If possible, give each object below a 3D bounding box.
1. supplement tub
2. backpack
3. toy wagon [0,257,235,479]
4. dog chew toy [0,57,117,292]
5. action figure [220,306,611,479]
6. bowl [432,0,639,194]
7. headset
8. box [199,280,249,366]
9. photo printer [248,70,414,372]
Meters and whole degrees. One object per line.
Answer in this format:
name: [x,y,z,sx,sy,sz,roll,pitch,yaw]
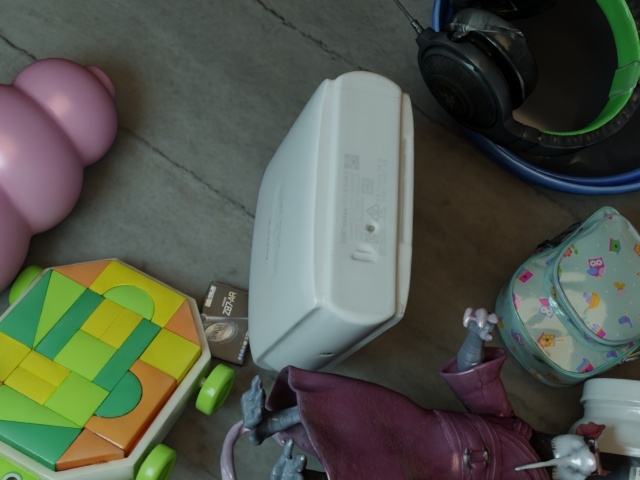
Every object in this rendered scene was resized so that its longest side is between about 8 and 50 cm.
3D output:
supplement tub: [0.347,0.298,1.217,0.191,0.191,0.272,12,78,-2]
backpack: [0.298,0.070,1.284,0.188,0.144,0.166,-34,83,-8]
toy wagon: [-0.265,0.167,1.195,0.267,0.068,0.344,26,50,12]
dog chew toy: [-0.358,-0.075,1.245,0.206,0.206,0.332,43,70,5]
action figure: [0.118,0.228,1.096,0.370,0.276,0.248,6,53,-22]
bowl: [0.325,-0.241,1.382,0.391,0.077,0.391,1,79,-4]
headset: [0.193,-0.247,1.242,0.394,0.185,0.243,20,77,-11]
box: [-0.109,0.096,1.313,0.067,0.018,0.083,19,78,0]
photo printer: [0.000,0.000,1.191,0.107,0.307,0.256,8,71,-14]
